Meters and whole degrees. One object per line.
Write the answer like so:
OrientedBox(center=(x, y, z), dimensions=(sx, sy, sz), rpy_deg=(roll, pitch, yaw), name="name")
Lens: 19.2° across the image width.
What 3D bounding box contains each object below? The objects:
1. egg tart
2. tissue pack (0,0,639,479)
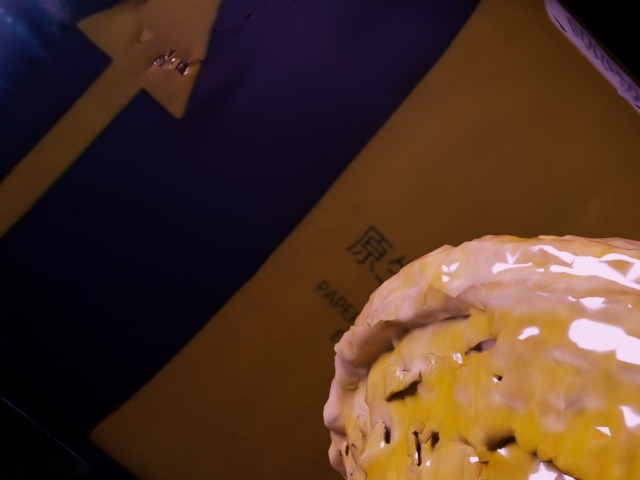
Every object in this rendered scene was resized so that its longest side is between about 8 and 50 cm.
OrientedBox(center=(0.102, 0.132, 0.551), dimensions=(0.294, 0.294, 0.123), rpy_deg=(-19, 22, 51), name="egg tart")
OrientedBox(center=(0.000, 0.000, 0.773), dimensions=(0.253, 0.416, 0.264), rpy_deg=(-50, 23, -1), name="tissue pack")
